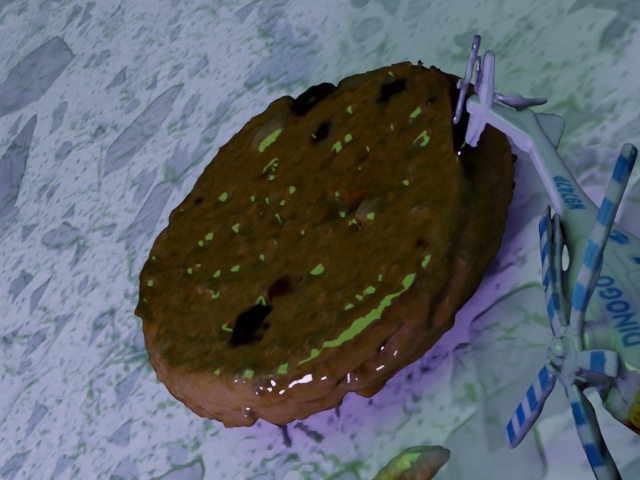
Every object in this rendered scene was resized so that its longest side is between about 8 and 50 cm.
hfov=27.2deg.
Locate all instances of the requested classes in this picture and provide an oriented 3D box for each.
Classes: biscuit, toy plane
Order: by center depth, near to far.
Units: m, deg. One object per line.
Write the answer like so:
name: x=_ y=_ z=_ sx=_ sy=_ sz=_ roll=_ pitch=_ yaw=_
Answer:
toy plane: x=0.142 y=0.017 z=0.662 sx=0.273 sy=0.107 sz=0.182 roll=-119 pitch=31 yaw=-63
biscuit: x=0.001 y=0.001 z=0.868 sx=0.296 sy=0.075 sz=0.296 roll=-30 pitch=35 yaw=24

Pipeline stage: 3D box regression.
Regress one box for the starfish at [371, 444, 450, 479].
starfish: x=0.022 y=0.267 z=0.349 sx=0.358 sy=0.347 sz=0.078 roll=-51 pitch=9 yaw=-20
